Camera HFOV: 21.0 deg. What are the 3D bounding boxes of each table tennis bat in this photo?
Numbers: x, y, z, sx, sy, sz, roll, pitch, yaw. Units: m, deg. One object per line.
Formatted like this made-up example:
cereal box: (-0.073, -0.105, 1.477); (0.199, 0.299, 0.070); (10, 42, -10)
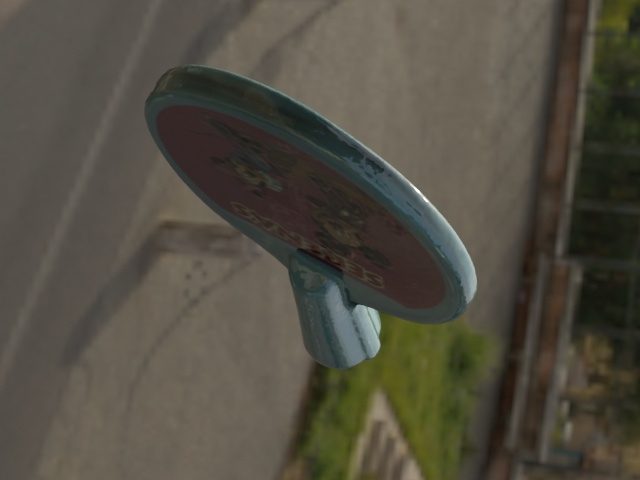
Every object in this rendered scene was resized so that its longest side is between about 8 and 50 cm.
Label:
table tennis bat: (0.000, 0.000, 0.732); (0.040, 0.153, 0.244); (-56, 163, -17)
